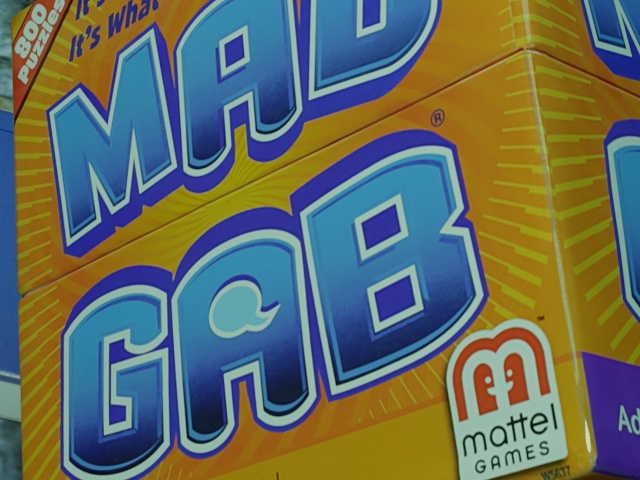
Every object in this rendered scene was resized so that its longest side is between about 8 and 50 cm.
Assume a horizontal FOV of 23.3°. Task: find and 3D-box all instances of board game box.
[{"bbox_3d":[0.081,0.011,0.860,0.356,0.356,0.356,16,60,-44],"label":"board game box"}]

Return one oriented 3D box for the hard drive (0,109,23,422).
[{"bbox_3d":[-0.207,0.014,1.170,0.210,0.040,0.318,14,34,-11],"label":"hard drive"}]
